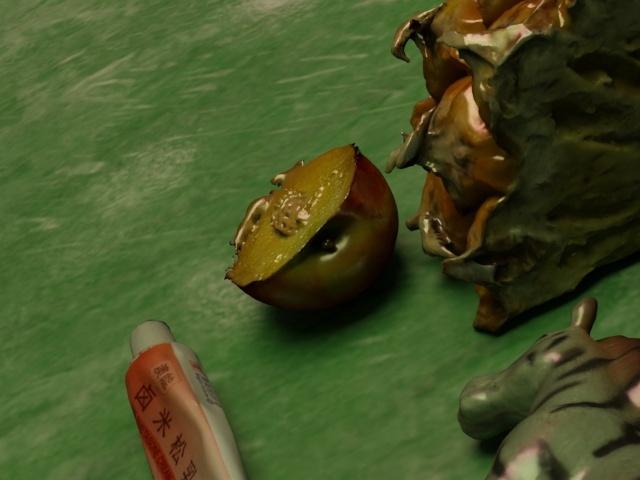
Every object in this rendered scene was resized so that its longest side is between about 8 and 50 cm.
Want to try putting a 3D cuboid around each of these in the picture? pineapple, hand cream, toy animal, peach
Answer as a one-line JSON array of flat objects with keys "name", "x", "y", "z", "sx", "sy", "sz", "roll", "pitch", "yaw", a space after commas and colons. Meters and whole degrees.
[{"name": "pineapple", "x": 0.133, "y": -0.071, "z": 0.748, "sx": 0.236, "sy": 0.186, "sz": 0.114, "roll": -62, "pitch": 26, "yaw": 29}, {"name": "hand cream", "x": -0.058, "y": 0.106, "z": 0.734, "sx": 0.038, "sy": 0.052, "sz": 0.216, "roll": 9, "pitch": 27, "yaw": -23}, {"name": "toy animal", "x": 0.084, "y": 0.113, "z": 0.577, "sx": 0.170, "sy": 0.090, "sz": 0.255, "roll": -20, "pitch": 37, "yaw": -10}, {"name": "peach", "x": 0.000, "y": 0.000, "z": 0.812, "sx": 0.098, "sy": 0.061, "sz": 0.098, "roll": -40, "pitch": 20, "yaw": 18}]
